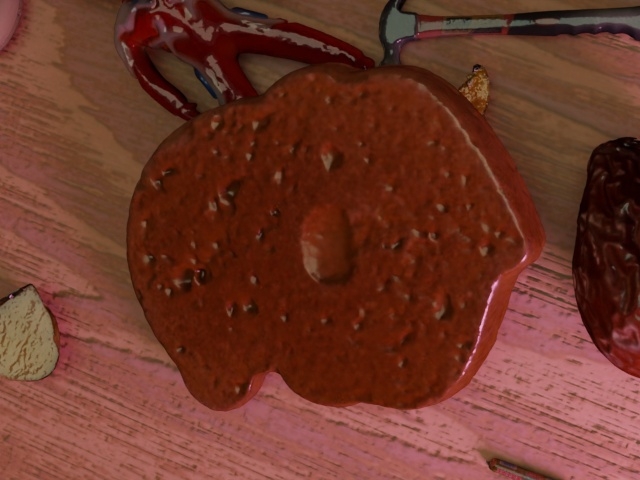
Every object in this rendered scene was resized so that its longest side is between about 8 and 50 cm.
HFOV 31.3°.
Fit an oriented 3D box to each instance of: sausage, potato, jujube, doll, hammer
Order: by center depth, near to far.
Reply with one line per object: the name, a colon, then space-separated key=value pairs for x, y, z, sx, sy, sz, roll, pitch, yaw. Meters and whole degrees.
jujube: x=0.322 y=0.015 z=1.094 sx=0.168 sy=0.168 sz=0.236 roll=-14 pitch=71 yaw=13
sausage: x=0.218 y=0.246 z=1.178 sx=0.100 sy=0.015 sz=0.015 roll=20 pitch=94 yaw=13
hammer: x=0.201 y=-0.222 z=1.178 sx=0.288 sy=0.033 sz=0.111 roll=2 pitch=91 yaw=13
doll: x=-0.137 y=-0.232 z=1.233 sx=0.384 sy=0.099 sz=0.188 roll=32 pitch=97 yaw=9
potato: x=-0.335 y=0.114 z=1.286 sx=0.096 sy=0.066 sz=0.103 roll=-29 pitch=82 yaw=1

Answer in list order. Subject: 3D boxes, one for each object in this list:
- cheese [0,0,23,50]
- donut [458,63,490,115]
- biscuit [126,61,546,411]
cheese: x=-0.413 y=-0.324 z=1.312 sx=0.137 sy=0.064 sz=0.227 roll=-7 pitch=87 yaw=12
donut: x=0.142 y=-0.142 z=1.189 sx=0.067 sy=0.038 sz=0.083 roll=11 pitch=87 yaw=16
biscuit: x=0.000 y=0.000 z=1.155 sx=0.456 sy=0.078 sz=0.349 roll=-4 pitch=102 yaw=28
